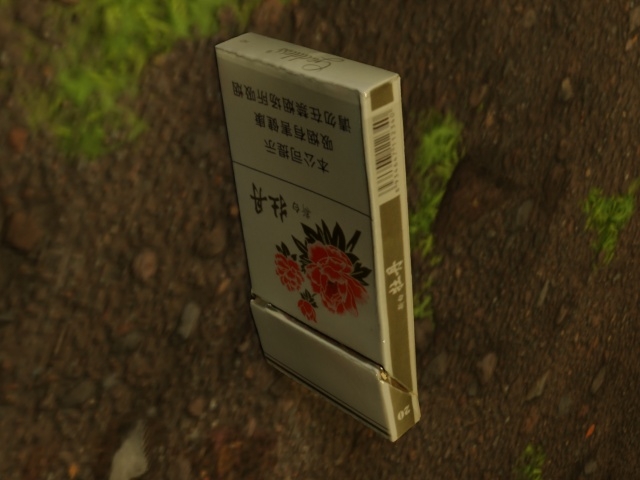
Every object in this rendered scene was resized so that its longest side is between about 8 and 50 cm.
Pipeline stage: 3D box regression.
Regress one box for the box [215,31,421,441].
[{"bbox_3d":[0.000,0.000,0.510,0.029,0.109,0.198,-28,126,-33],"label":"box"}]
